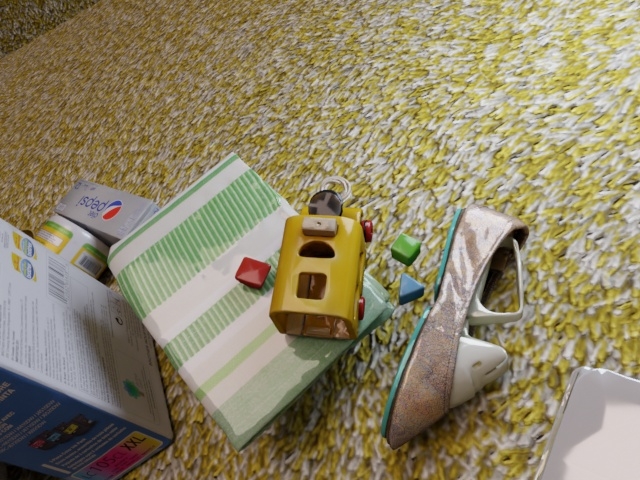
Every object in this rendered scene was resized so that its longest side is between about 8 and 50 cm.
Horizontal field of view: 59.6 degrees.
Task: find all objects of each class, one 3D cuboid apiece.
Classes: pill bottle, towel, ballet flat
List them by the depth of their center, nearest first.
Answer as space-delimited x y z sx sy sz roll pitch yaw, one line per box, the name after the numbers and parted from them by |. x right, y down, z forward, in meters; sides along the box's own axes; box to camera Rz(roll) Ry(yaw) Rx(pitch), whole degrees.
0.165 0.091 0.626 0.106 0.107 0.316 14 65 23 | ballet flat
-0.102 0.053 0.705 0.248 0.038 0.325 -40 64 -13 | towel
-0.512 0.087 1.036 0.136 0.136 0.245 16 66 40 | pill bottle

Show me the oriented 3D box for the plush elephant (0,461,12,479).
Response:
-0.542 0.342 0.793 0.255 0.330 0.271 -26 28 45 | plush elephant

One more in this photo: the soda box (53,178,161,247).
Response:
-0.397 -0.039 1.088 0.286 0.098 0.091 16 65 40 | soda box

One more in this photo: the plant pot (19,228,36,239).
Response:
-0.600 0.057 1.145 0.134 0.095 0.134 -18 48 21 | plant pot

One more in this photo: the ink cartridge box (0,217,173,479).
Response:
-0.400 0.134 0.742 0.151 0.395 0.270 -36 44 4 | ink cartridge box

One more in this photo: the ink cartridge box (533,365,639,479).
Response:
0.259 0.206 0.349 0.197 0.273 0.114 14 64 39 | ink cartridge box

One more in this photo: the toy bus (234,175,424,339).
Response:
0.004 0.011 0.629 0.191 0.104 0.202 -38 64 -11 | toy bus
